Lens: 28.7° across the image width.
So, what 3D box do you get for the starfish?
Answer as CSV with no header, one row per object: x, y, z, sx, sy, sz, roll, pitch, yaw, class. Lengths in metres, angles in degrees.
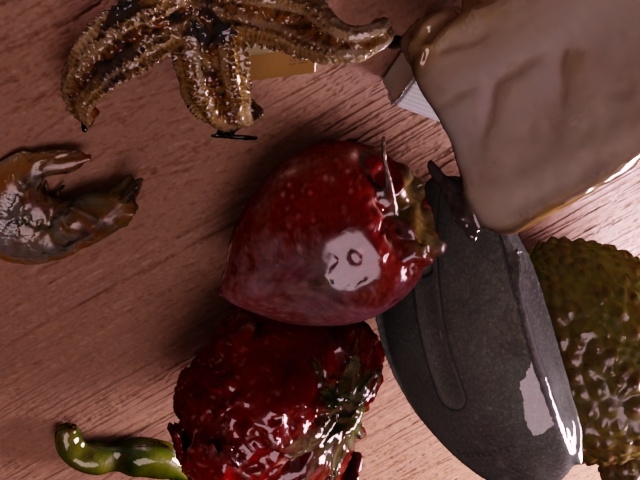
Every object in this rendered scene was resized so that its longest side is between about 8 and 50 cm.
-0.091,-0.203,1.128,0.312,0.113,0.303,-4,131,3,starfish

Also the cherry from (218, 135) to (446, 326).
0.000,0.000,1.322,0.250,0.175,0.192,-30,126,10,cherry

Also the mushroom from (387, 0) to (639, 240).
0.292,-0.205,1.086,0.397,0.224,0.314,-37,171,40,mushroom

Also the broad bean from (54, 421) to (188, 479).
-0.241,0.272,1.577,0.214,0.048,0.070,20,123,-31,broad bean

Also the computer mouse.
0.167,0.114,1.387,0.114,0.374,0.203,-22,180,-42,computer mouse

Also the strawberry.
-0.067,0.184,1.446,0.274,0.220,0.274,-25,123,-45,strawberry

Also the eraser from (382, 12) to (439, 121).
0.182,-0.159,1.327,0.225,0.052,0.095,16,124,-32,eraser

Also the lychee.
0.331,0.142,1.509,0.320,0.270,0.270,31,117,-15,lychee

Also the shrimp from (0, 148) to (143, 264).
-0.268,-0.036,1.270,0.187,0.051,0.132,-21,136,3,shrimp

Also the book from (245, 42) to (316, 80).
-0.058,-0.227,1.199,0.118,0.012,0.172,-8,134,-13,book
